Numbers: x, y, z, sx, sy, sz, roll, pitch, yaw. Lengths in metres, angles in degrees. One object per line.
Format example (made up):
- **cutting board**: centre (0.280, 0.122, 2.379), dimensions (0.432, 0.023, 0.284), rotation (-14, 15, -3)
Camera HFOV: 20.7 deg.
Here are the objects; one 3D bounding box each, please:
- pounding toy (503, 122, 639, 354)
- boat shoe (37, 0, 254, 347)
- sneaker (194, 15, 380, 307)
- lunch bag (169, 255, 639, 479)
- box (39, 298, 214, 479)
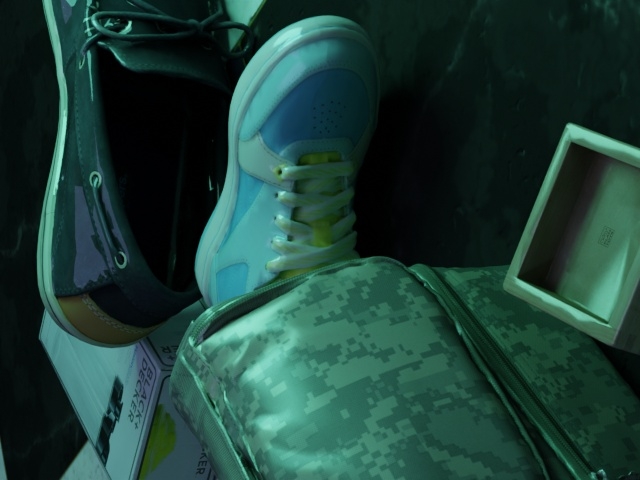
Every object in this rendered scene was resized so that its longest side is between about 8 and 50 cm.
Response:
- **pounding toy**: centre (0.199, 0.019, 1.039), dimensions (0.141, 0.100, 0.130), rotation (30, 101, 55)
- **boat shoe**: centre (-0.152, -0.156, 1.575), dimensions (0.156, 0.186, 0.500), rotation (-12, 71, 48)
- **sneaker**: centre (0.000, 0.000, 1.358), dimensions (0.319, 0.127, 0.208), rotation (106, 151, -43)
- **lunch bag**: centre (0.061, 0.160, 1.099), dimensions (0.305, 0.256, 0.213), rotation (58, 138, 44)
- **box**: centre (-0.181, 0.109, 1.718), dimensions (0.290, 0.087, 0.169), rotation (53, 134, 48)
